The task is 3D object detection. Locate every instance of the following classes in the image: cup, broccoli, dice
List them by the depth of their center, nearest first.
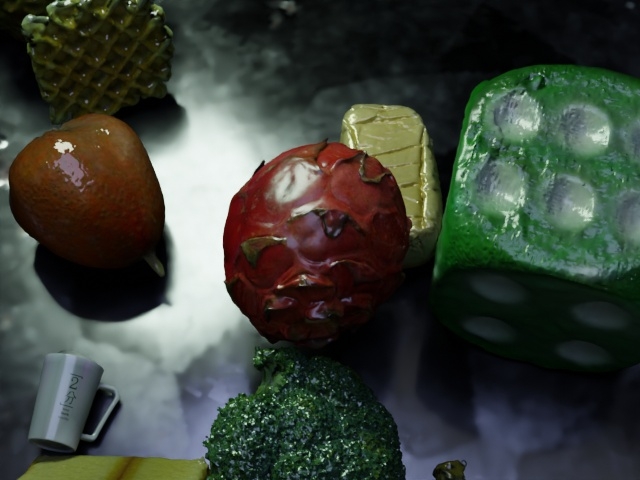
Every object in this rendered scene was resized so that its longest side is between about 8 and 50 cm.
[{"bbox_3d":[-0.024,0.265,1.225,0.241,0.269,0.262,-8,53,38],"label":"broccoli"},{"bbox_3d":[0.300,-0.022,1.329,0.297,0.300,0.287,15,64,9],"label":"dice"},{"bbox_3d":[-0.309,0.207,1.347,0.104,0.074,0.116,20,63,-21],"label":"cup"}]

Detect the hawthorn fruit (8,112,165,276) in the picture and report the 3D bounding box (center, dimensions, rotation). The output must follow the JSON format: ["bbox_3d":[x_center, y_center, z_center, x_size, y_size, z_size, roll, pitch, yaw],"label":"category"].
[{"bbox_3d":[-0.292,-0.046,1.426,0.199,0.199,0.251,-40,81,-19],"label":"hawthorn fruit"}]

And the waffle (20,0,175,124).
[{"bbox_3d":[-0.310,-0.271,1.526,0.204,0.223,0.054,-17,49,-11],"label":"waffle"}]

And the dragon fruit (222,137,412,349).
[{"bbox_3d":[-0.005,0.004,1.277,0.240,0.241,0.252,10,89,7],"label":"dragon fruit"}]

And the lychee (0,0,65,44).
[{"bbox_3d":[-0.401,-0.409,1.577,0.319,0.270,0.270,13,61,21],"label":"lychee"}]

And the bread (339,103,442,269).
[{"bbox_3d":[0.093,-0.072,1.469,0.139,0.106,0.236,-4,60,0],"label":"bread"}]

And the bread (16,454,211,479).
[{"bbox_3d":[-0.251,0.300,1.121,0.233,0.362,0.245,1,63,2],"label":"bread"}]

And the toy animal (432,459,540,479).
[{"bbox_3d":[0.234,0.319,1.268,0.181,0.073,0.136,-9,53,0],"label":"toy animal"}]
